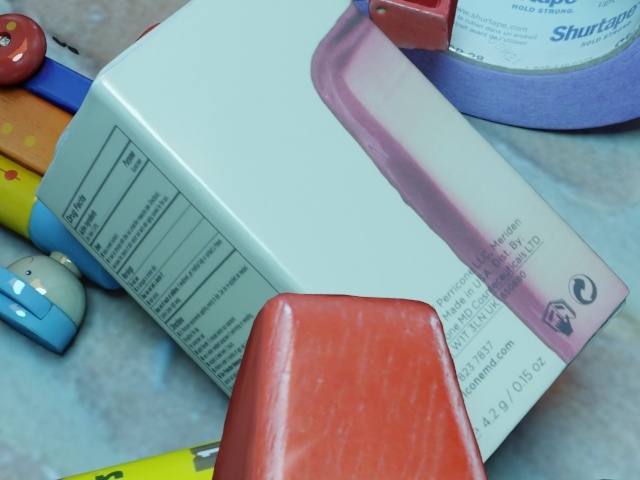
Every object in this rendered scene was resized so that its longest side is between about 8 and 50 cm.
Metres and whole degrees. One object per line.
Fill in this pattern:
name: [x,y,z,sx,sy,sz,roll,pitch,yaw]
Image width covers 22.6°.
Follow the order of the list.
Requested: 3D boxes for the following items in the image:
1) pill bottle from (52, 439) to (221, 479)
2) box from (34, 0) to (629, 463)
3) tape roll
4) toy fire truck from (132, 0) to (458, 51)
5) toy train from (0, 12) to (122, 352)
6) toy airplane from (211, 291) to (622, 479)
pill bottle: [-0.105,0.162,0.701,0.215,0.117,0.117,-13,52,-7]
box: [0.000,0.000,0.749,0.232,0.148,0.127,47,63,-1]
tape roll: [0.106,-0.188,0.868,0.275,0.275,0.090,17,55,16]
toy fire truck: [-0.021,-0.105,0.898,0.192,0.135,0.047,7,52,8]
toy train: [-0.193,-0.048,0.893,0.248,0.105,0.143,28,71,23]
toy airplane: [0.006,0.264,0.559,0.386,0.272,0.384,46,73,-8]
